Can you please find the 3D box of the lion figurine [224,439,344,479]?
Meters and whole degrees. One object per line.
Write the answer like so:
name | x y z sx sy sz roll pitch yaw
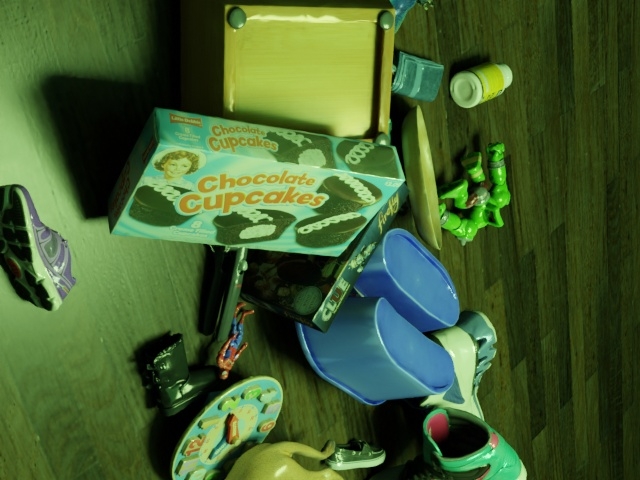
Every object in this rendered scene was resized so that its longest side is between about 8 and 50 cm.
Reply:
lion figurine | -0.125 0.411 1.368 0.392 0.142 0.240 -56 139 -23

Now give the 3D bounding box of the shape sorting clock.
shape sorting clock | -0.132 0.282 1.350 0.206 0.040 0.206 -30 142 -27

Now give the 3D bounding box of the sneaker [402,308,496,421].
sneaker | 0.209 0.286 1.722 0.182 0.127 0.315 -12 117 -33

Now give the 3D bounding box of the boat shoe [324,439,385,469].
boat shoe | 0.066 0.373 1.634 0.142 0.049 0.040 3 101 -46

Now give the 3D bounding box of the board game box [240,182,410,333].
board game box | 0.000 0.000 1.339 0.243 0.165 0.042 -59 138 -16

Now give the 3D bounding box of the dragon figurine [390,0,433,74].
dragon figurine | 0.082 -0.375 1.358 0.144 0.085 0.289 -41 132 -32

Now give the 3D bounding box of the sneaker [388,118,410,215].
sneaker | 0.083 -0.144 1.434 0.110 0.107 0.275 -58 138 -30

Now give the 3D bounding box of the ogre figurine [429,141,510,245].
ogre figurine | 0.275 -0.075 1.675 0.197 0.097 0.118 -54 126 -36

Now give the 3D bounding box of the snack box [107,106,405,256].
snack box | -0.080 -0.062 1.148 0.322 0.187 0.060 6 55 -28

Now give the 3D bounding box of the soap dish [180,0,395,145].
soap dish | -0.035 -0.212 1.205 0.291 0.118 0.229 -6 108 -28

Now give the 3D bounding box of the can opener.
can opener | -0.128 0.053 1.296 0.073 0.059 0.186 2 101 -49

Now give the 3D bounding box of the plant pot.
plant pot | 0.162 -0.100 1.504 0.236 0.032 0.236 -8 90 -79

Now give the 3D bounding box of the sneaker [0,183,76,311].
sneaker | -0.328 0.001 1.067 0.071 0.068 0.170 -55 147 -42

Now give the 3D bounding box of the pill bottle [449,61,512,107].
pill bottle | 0.286 -0.278 1.635 0.116 0.065 0.065 -27 122 -40

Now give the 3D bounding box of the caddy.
caddy | 0.081 0.121 1.470 0.341 0.179 0.241 41 49 -47

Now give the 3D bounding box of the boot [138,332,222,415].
boot | -0.191 0.175 1.284 0.121 0.045 0.099 -31 119 -40

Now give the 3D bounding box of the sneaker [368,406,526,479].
sneaker | 0.193 0.384 1.628 0.124 0.295 0.178 -80 149 -52

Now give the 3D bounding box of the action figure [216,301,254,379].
action figure | -0.124 0.146 1.332 0.038 0.030 0.115 52 48 -49

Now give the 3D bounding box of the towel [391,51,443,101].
towel | 0.155 -0.266 1.521 0.119 0.029 0.067 4 101 -49
